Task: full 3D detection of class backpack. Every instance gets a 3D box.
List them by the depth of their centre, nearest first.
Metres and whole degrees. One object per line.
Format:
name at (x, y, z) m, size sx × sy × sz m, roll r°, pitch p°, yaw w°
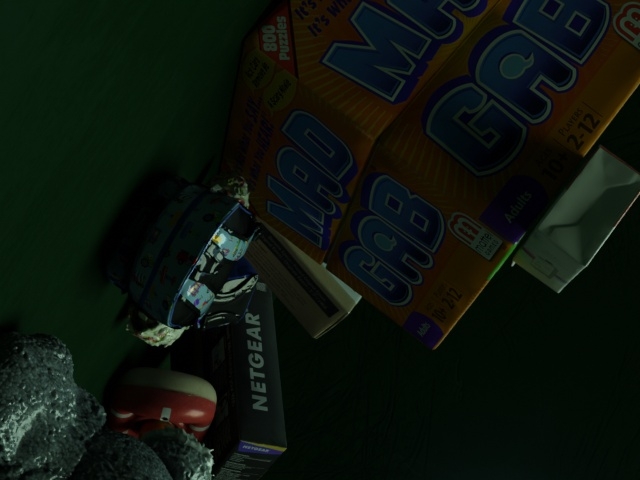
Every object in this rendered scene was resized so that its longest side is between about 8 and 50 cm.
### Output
backpack at (-0.144, 0.011, 1.254) m, size 0.158 × 0.117 × 0.173 m, roll -58°, pitch 177°, yaw -3°
backpack at (-0.160, 0.062, 1.585) m, size 0.120 × 0.101 × 0.098 m, roll -11°, pitch 132°, yaw -39°

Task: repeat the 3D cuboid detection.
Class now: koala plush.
koala plush at (-0.215, 0.202, 1.052) m, size 0.196 × 0.221 × 0.203 m, roll -53°, pitch 173°, yaw -50°

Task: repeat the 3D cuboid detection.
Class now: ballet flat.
ballet flat at (-0.161, 0.026, 1.465) m, size 0.077 × 0.091 × 0.241 m, roll 5°, pitch 115°, yaw -60°

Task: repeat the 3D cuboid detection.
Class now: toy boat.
toy boat at (-0.234, 0.282, 1.735) m, size 0.231 × 0.151 × 0.151 m, roll 114°, pitch -17°, yaw -53°

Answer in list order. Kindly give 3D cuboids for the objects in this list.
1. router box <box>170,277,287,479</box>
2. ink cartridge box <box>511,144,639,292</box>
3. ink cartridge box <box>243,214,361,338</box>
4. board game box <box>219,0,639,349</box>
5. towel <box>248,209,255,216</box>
router box at (-0.151, 0.242, 1.900) m, size 0.243 × 0.081 × 0.309 m, roll -52°, pitch -146°, yaw 42°
ink cartridge box at (0.271, -0.015, 1.304) m, size 0.115 × 0.067 × 0.198 m, roll -52°, pitch 173°, yaw -8°
ink cartridge box at (0.000, 0.000, 1.808) m, size 0.088 × 0.193 × 0.235 m, roll -39°, pitch -173°, yaw 37°
board game box at (0.136, -0.156, 1.470) m, size 0.356 × 0.356 × 0.356 m, roll -49°, pitch 172°, yaw -23°
towel at (-0.122, -0.038, 1.789) m, size 0.237 × 0.037 × 0.329 m, roll -58°, pitch 175°, yaw 10°
